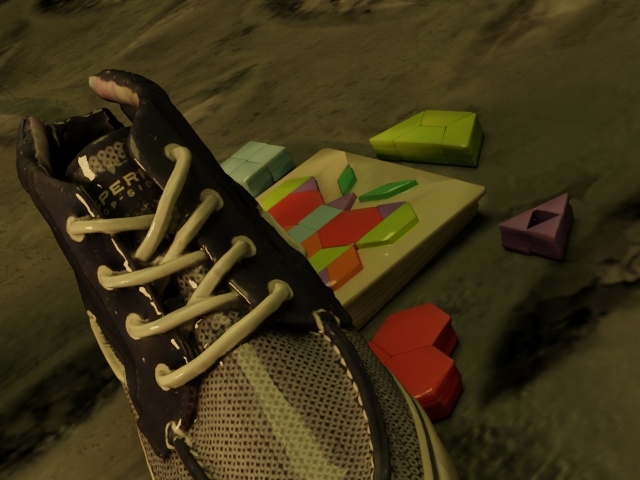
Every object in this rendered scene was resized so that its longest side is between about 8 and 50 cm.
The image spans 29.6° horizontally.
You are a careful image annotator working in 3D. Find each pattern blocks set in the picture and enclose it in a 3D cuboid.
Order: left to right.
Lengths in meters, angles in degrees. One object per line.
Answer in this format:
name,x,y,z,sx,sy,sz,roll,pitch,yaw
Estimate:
pattern blocks set,0.000,0.000,0.748,0.325,0.026,0.285,3,39,42

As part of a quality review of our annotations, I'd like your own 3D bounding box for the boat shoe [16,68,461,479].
boat shoe,-0.061,0.034,0.564,0.127,0.158,0.340,-36,33,-8
